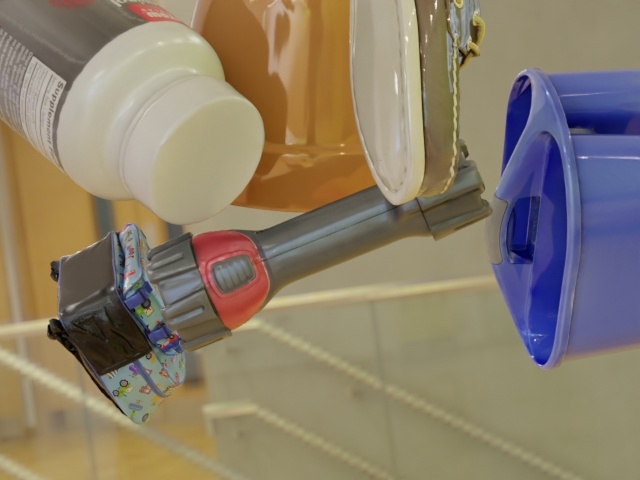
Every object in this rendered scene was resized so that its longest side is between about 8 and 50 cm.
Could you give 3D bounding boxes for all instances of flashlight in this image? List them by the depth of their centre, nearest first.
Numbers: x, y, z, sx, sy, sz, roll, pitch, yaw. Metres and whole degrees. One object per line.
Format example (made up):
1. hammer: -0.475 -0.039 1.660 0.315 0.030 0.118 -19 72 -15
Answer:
1. flashlight: 0.000 0.000 1.730 0.304 0.103 0.103 -22 46 3

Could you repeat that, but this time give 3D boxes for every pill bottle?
1. pill bottle: -0.200 -0.146 1.785 0.176 0.176 0.318 -10 37 -44

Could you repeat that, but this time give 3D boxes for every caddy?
1. caddy: 0.258 -0.024 2.013 0.179 0.341 0.241 -7 43 -9

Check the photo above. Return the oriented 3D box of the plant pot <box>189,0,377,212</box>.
1. plant pot: -0.018 -0.168 1.928 0.291 0.203 0.291 2 21 -1

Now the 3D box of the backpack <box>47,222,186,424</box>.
1. backpack: -0.192 0.093 1.985 0.117 0.173 0.158 -27 27 8

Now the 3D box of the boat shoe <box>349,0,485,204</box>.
1. boat shoe: 0.074 -0.180 1.467 0.097 0.324 0.116 2 -25 -22
